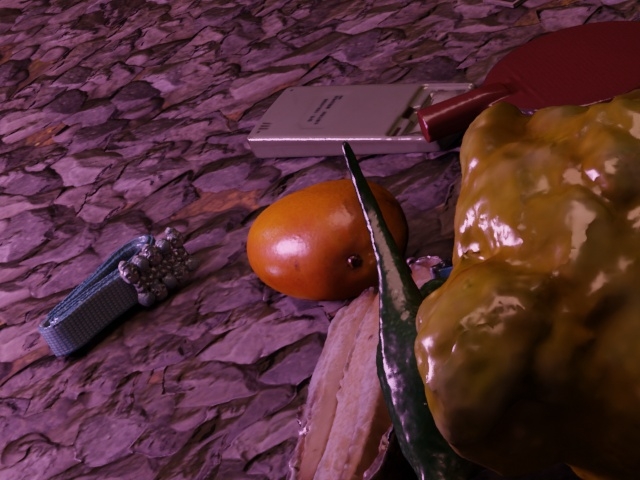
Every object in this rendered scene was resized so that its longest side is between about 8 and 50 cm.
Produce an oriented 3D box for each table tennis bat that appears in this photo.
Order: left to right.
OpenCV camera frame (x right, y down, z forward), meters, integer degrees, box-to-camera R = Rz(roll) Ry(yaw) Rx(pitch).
[{"bbox_3d":[0.258,-0.182,1.807,0.310,0.038,0.200,-21,30,-6],"label":"table tennis bat"}]

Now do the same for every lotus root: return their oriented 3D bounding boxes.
[{"bbox_3d":[0.059,0.144,1.404,0.167,0.078,0.329,-33,22,35],"label":"lotus root"}]

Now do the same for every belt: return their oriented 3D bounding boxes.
[{"bbox_3d":[-0.228,0.061,1.761,0.100,0.065,0.179,0,38,50],"label":"belt"}]

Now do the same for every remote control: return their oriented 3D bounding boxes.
[{"bbox_3d":[0.053,-0.143,1.923,0.285,0.038,0.123,1,39,33],"label":"remote control"}]

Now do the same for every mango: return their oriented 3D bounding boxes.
[{"bbox_3d":[0.000,0.000,1.652,0.145,0.112,0.219,-41,22,-28],"label":"mango"}]

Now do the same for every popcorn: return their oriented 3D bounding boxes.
[{"bbox_3d":[0.243,0.049,1.145,0.334,0.294,0.292,14,23,6],"label":"popcorn"}]

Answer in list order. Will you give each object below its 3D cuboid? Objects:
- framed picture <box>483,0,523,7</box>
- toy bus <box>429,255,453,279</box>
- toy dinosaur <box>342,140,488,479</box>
[{"bbox_3d":[0.267,-0.336,2.113,0.089,0.007,0.066,-35,31,-21],"label":"framed picture"},{"bbox_3d":[0.227,0.045,1.375,0.234,0.134,0.116,-12,1,19],"label":"toy bus"},{"bbox_3d":[0.057,0.141,1.220,0.301,0.447,0.087,-23,-15,-41],"label":"toy dinosaur"}]
